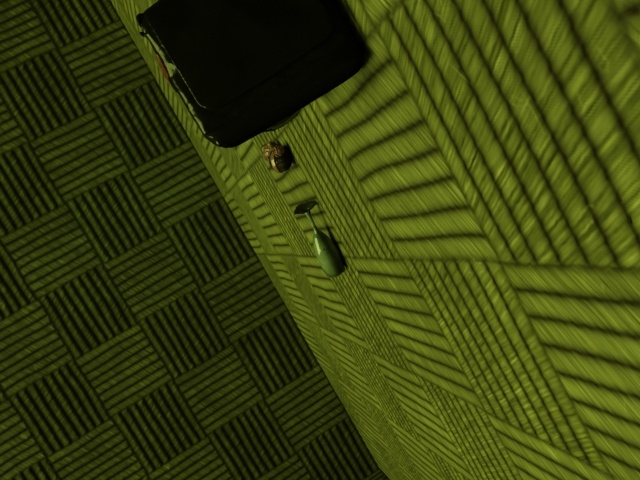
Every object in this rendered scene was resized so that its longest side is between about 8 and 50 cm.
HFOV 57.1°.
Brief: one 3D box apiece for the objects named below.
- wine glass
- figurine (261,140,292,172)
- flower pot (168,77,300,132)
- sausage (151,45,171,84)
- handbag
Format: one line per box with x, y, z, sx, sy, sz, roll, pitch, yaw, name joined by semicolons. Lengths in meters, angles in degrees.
0.000;0.000;1.447;0.066;0.066;0.198;36;154;61;wine glass
-0.107;-0.209;1.419;0.129;0.054;0.072;-129;28;-61;figurine
-0.111;-0.299;0.924;0.235;0.235;0.140;57;145;12;flower pot
-0.357;-0.499;1.514;0.148;0.148;0.254;47;167;45;sausage
-0.093;-0.268;0.799;0.223;0.246;0.080;60;-175;0;handbag
